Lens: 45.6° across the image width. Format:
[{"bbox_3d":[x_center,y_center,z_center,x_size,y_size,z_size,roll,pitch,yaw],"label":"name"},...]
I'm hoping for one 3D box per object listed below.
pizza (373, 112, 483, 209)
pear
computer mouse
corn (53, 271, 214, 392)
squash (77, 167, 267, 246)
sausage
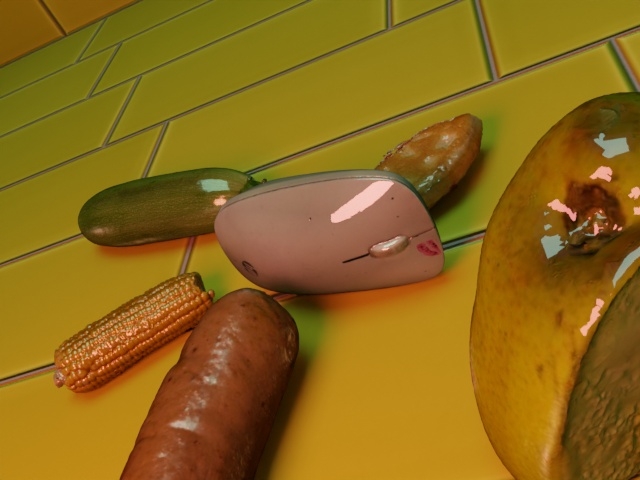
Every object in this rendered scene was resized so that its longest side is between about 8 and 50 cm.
[{"bbox_3d":[0.118,-0.072,0.973,0.246,0.058,0.127,-44,37,-16],"label":"pizza"},{"bbox_3d":[0.214,0.024,0.581,0.286,0.281,0.176,-37,42,-9],"label":"pear"},{"bbox_3d":[-0.004,0.004,0.877,0.289,0.159,0.097,0,39,38],"label":"computer mouse"},{"bbox_3d":[-0.246,0.119,0.994,0.238,0.080,0.080,-34,34,-2],"label":"corn"},{"bbox_3d":[-0.242,-0.051,1.186,0.395,0.107,0.107,-7,41,30],"label":"squash"},{"bbox_3d":[-0.125,0.242,0.698,0.136,0.123,0.500,-25,31,34],"label":"sausage"}]
